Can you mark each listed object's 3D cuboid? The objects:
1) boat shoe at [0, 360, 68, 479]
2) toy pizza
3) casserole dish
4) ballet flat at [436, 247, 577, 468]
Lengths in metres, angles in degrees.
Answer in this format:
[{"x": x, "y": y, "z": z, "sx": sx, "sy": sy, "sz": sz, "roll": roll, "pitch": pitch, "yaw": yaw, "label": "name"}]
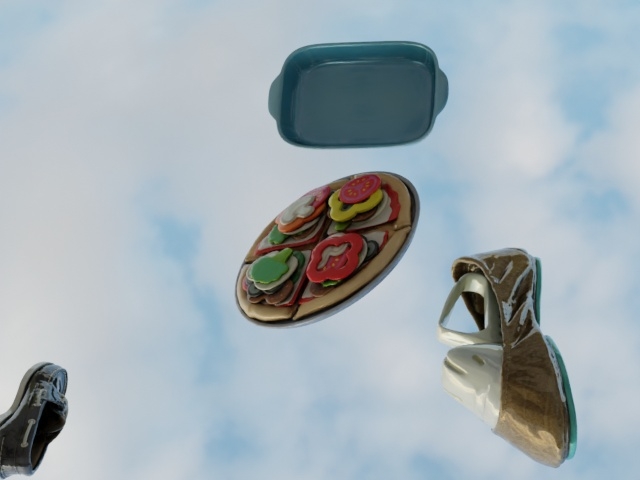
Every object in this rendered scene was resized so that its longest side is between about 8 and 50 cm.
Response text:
[{"x": -0.188, "y": 0.119, "z": 0.840, "sx": 0.038, "sy": 0.046, "sz": 0.125, "roll": 2, "pitch": -162, "yaw": 9, "label": "boat shoe"}, {"x": 0.000, "y": 0.000, "z": 1.171, "sx": 0.201, "sy": 0.032, "sz": 0.201, "roll": -25, "pitch": -147, "yaw": 18, "label": "toy pizza"}, {"x": 0.040, "y": -0.143, "z": 1.280, "sx": 0.188, "sy": 0.037, "sz": 0.114, "roll": 0, "pitch": -104, "yaw": 16, "label": "casserole dish"}, {"x": 0.186, "y": 0.113, "z": 1.333, "sx": 0.124, "sy": 0.116, "sz": 0.342, "roll": 5, "pitch": -146, "yaw": -1, "label": "ballet flat"}]
